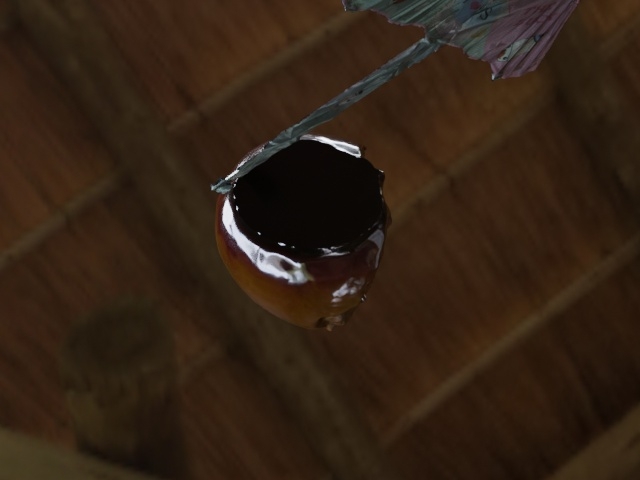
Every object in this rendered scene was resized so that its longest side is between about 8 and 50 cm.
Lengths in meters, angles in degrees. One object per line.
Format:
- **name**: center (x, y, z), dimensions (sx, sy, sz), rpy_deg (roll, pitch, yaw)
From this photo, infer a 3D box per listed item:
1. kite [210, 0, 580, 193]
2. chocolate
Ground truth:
- **kite**: center (0.034, -0.056, 0.531), dimensions (0.152, 0.137, 0.005), rpy_deg (-36, -109, 20)
- **chocolate**: center (0.000, 0.000, 1.183), dimensions (0.127, 0.133, 0.124), rpy_deg (37, -114, 28)
